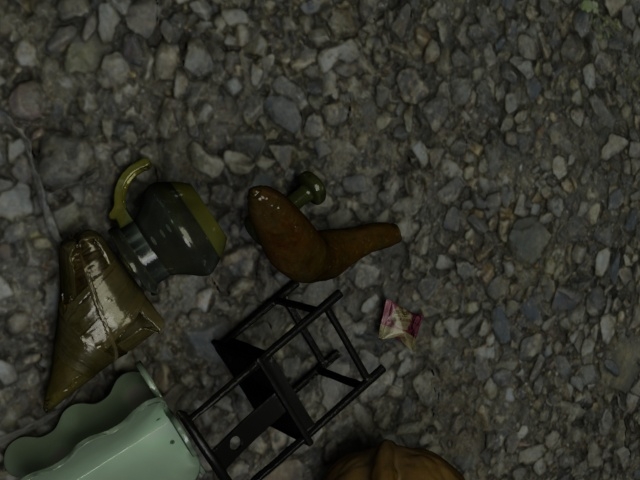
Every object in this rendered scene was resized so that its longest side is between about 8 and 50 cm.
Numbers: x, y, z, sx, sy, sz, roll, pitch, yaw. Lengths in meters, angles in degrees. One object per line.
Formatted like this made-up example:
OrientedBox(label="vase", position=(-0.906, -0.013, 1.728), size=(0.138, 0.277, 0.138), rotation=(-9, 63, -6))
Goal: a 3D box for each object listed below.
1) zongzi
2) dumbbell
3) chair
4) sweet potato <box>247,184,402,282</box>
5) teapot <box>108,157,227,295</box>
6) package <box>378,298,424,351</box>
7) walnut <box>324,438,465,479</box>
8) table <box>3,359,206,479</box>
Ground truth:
OrientedBox(label="zongzi", position=(-0.297, 0.090, 1.158), size=(0.176, 0.078, 0.160), rotation=(-36, 105, -12))
OrientedBox(label="dumbbell", position=(-0.045, -0.042, 1.292), size=(0.118, 0.052, 0.046), rotation=(-40, 70, -19))
OrientedBox(label="chair", position=(-0.066, 0.188, 1.254), size=(0.260, 0.141, 0.155), rotation=(-38, 112, -22))
OrientedBox(label="sweet potato", position=(-0.002, 0.005, 1.269), size=(0.108, 0.079, 0.346), rotation=(-50, 151, 18))
OrientedBox(label="teapot", position=(-0.194, -0.018, 1.184), size=(0.119, 0.130, 0.166), rotation=(-34, 78, -6))
OrientedBox(label="package", position=(0.118, 0.125, 1.415), size=(0.083, 0.029, 0.059), rotation=(25, 76, -39))
OrientedBox(label="walnut", position=(0.102, 0.396, 1.330), size=(0.224, 0.257, 0.257), rotation=(-4, 99, 8))
OrientedBox(label="table", position=(-0.259, 0.263, 1.156), size=(0.198, 0.166, 0.167), rotation=(-31, 110, -14))
